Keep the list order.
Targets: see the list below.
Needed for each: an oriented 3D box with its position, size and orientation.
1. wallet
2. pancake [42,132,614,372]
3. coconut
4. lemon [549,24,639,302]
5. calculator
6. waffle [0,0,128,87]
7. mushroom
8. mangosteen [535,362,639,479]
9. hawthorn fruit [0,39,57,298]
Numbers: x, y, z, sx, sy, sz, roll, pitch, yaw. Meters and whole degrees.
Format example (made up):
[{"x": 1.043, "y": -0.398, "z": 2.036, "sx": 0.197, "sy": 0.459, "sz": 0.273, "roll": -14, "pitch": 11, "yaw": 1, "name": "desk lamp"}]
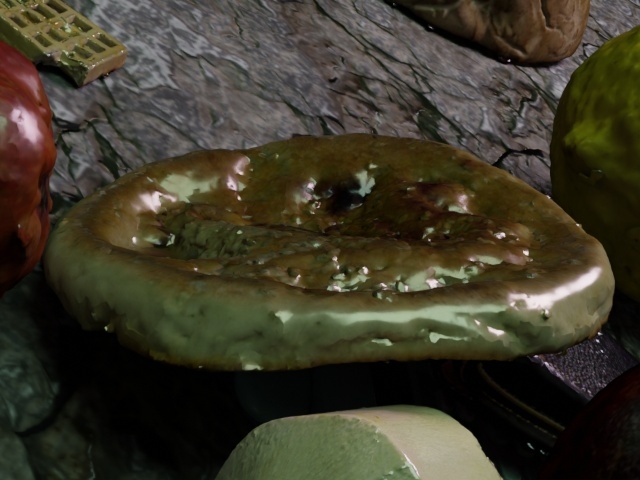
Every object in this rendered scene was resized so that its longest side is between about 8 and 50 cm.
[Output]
[{"x": 0.168, "y": 0.088, "z": 1.040, "sx": 0.262, "sy": 0.071, "sz": 0.221, "roll": 35, "pitch": 13, "yaw": -19, "name": "wallet"}, {"x": 0.000, "y": 0.002, "z": 0.933, "sx": 0.356, "sy": 0.065, "sz": 0.356, "roll": 0, "pitch": 20, "yaw": 0, "name": "pancake"}, {"x": 0.015, "y": 0.156, "z": 0.775, "sx": 0.147, "sy": 0.147, "sz": 0.152, "roll": 47, "pitch": 24, "yaw": 23, "name": "coconut"}, {"x": 0.342, "y": -0.067, "z": 1.295, "sx": 0.322, "sy": 0.268, "sz": 0.268, "roll": -2, "pitch": 45, "yaw": -39, "name": "lemon"}, {"x": 0.072, "y": 0.133, "z": 0.965, "sx": 0.299, "sy": 0.041, "sz": 0.185, "roll": 22, "pitch": 31, "yaw": -23, "name": "calculator"}, {"x": -0.219, "y": -0.166, "z": 1.139, "sx": 0.135, "sy": 0.021, "sz": 0.092, "roll": 36, "pitch": 28, "yaw": 6, "name": "waffle"}, {"x": 0.197, "y": -0.295, "z": 1.597, "sx": 0.285, "sy": 0.151, "sz": 0.156, "roll": 14, "pitch": 37, "yaw": -30, "name": "mushroom"}, {"x": 0.243, "y": 0.194, "z": 0.774, "sx": 0.297, "sy": 0.293, "sz": 0.297, "roll": 10, "pitch": 34, "yaw": -7, "name": "mangosteen"}, {"x": -0.231, "y": -0.036, "z": 0.820, "sx": 0.179, "sy": 0.173, "sz": 0.173, "roll": -23, "pitch": 58, "yaw": -25, "name": "hawthorn fruit"}]
